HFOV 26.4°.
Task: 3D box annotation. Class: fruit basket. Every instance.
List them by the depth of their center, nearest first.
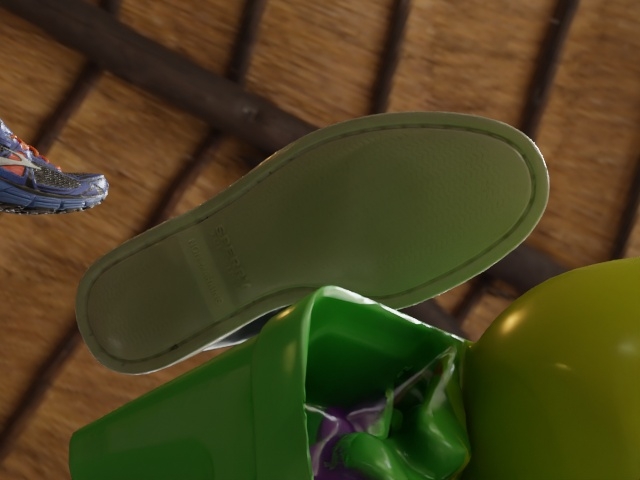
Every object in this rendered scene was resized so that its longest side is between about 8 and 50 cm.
[{"bbox_3d":[0.107,0.150,0.665,0.392,0.392,0.282,22,-120,-53],"label":"fruit basket"}]

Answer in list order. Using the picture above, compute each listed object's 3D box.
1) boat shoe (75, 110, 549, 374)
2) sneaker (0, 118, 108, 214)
[{"bbox_3d":[0.001,0.004,0.921,0.340,0.127,0.113,-26,-6,22],"label":"boat shoe"},{"bbox_3d":[-0.285,-0.072,1.209,0.221,0.083,0.087,12,-95,-38],"label":"sneaker"}]
